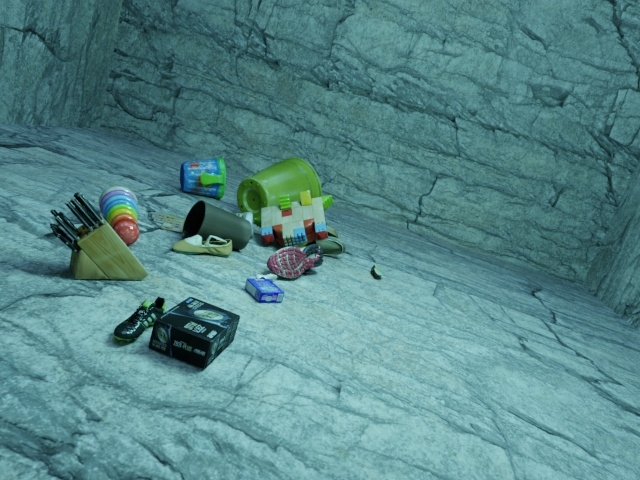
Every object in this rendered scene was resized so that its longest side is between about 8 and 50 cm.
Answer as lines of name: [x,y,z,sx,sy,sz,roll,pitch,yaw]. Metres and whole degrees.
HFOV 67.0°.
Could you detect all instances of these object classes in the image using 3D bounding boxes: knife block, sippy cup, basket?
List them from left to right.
knife block: [-0.612,-0.014,1.365,0.275,0.242,0.088,5,19,-40]
sippy cup: [-0.667,-0.353,2.720,0.223,0.305,0.240,-1,64,-24]
basket: [-0.402,-0.049,1.932,0.226,0.204,0.154,15,53,-36]

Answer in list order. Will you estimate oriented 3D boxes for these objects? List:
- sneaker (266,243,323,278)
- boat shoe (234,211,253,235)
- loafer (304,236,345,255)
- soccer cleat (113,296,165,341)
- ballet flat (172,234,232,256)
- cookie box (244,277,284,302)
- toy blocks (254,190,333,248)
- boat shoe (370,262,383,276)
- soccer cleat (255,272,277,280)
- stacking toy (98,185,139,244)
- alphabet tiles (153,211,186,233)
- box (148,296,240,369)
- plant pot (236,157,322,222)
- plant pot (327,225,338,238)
sneaker: [-0.108,0.086,1.902,0.111,0.121,0.299,-9,-2,34]
boat shoe: [-0.361,-0.076,2.254,0.093,0.109,0.302,-1,8,-10]
loafer: [-0.006,0.031,2.270,0.250,0.095,0.087,7,23,0]
soccer cleat: [-0.432,0.184,1.160,0.060,0.073,0.179,19,14,8]
ballet flat: [-0.441,0.012,1.822,0.232,0.073,0.080,6,19,-37]
cookie box: [-0.186,0.165,1.600,0.091,0.040,0.107,5,18,-39]
toy blocks: [-0.116,-0.057,2.185,0.380,0.191,0.261,-11,43,3]
boat shoe: [0.257,0.145,2.220,0.048,0.042,0.133,36,12,-6]
soccer cleat: [-0.193,0.136,1.739,0.083,0.029,0.036,6,26,-28]
stacking toy: [-0.727,-0.079,1.764,0.141,0.141,0.330,9,22,-30]
alphabet tiles: [-0.613,-0.072,2.083,0.198,0.009,0.237,14,14,-15]
box: [-0.300,0.219,1.174,0.147,0.078,0.180,20,14,9]
plant pot: [-0.243,-0.243,2.580,0.366,0.367,0.352,26,28,32]
plant pot: [-0.010,-0.064,2.544,0.236,0.033,0.236,23,-8,3]
